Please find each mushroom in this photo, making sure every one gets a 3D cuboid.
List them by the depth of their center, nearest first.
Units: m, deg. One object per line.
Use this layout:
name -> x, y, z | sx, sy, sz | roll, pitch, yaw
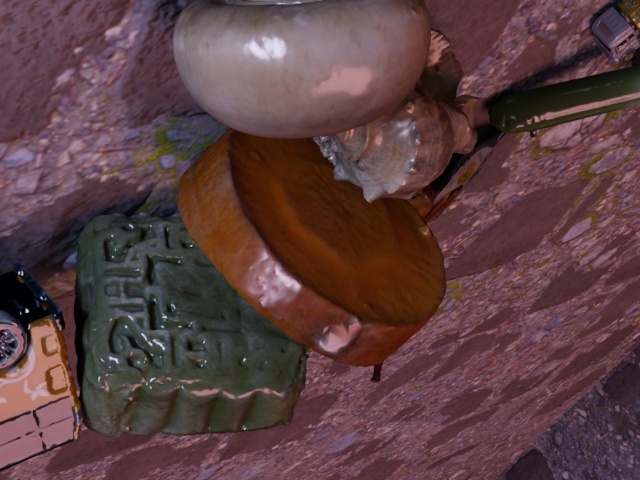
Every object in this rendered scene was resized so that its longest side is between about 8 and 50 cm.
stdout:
mushroom -> -0.016, -0.182, 0.882 | 0.204, 0.204, 0.204 | -27, 156, -13

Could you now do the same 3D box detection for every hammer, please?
hammer -> 0.366, -0.175, 1.390 | 0.335, 0.206, 0.119 | -14, 115, -6

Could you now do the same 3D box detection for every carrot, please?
carrot -> -0.006, -0.005, 1.067 | 0.258, 0.307, 0.100 | 25, 114, -23

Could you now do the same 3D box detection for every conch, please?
conch -> 0.076, -0.132, 1.077 | 0.245, 0.163, 0.178 | -12, 108, -49

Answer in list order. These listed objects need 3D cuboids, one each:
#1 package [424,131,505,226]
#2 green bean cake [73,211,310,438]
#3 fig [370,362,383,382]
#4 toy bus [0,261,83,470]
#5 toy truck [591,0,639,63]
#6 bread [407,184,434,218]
package -> 0.168, -0.069, 1.439 | 0.173, 0.027, 0.171 | -33, 162, -53
green bean cake -> -0.126, 0.078, 1.128 | 0.227, 0.222, 0.125 | 2, 142, -19
fig -> 0.042, 0.104, 1.551 | 0.128, 0.150, 0.128 | 2, 132, 2
toy bus -> -0.367, 0.144, 1.022 | 0.275, 0.138, 0.167 | -20, 120, -25
toy truck -> 0.376, -0.267, 1.334 | 0.123, 0.052, 0.063 | -39, 152, 10
bread -> 0.000, 0.000, 1.332 | 0.235, 0.099, 0.210 | -20, 157, -38
